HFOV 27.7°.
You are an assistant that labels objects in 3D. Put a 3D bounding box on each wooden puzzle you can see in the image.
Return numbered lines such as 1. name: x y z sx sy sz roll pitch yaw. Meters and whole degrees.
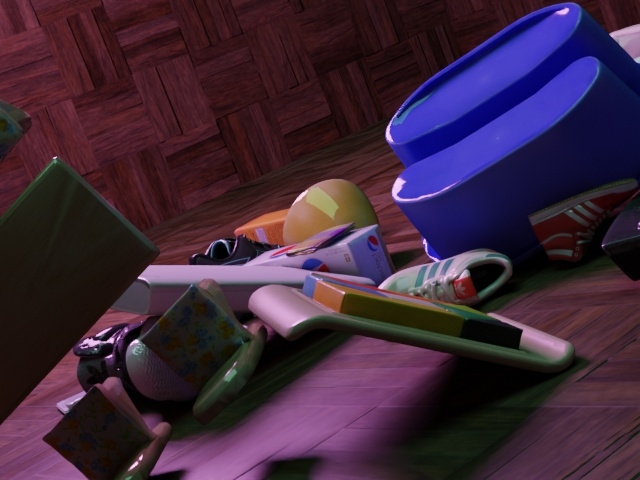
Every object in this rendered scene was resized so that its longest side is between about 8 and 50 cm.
1. wooden puzzle: 0.071 0.065 1.114 0.238 0.044 0.221 7 3 -13

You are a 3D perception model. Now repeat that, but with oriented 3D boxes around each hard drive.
1. hard drive: -0.117 0.055 1.494 0.307 0.040 0.203 2 3 -39
2. hard drive: 0.378 -0.032 1.248 0.172 0.054 0.254 -17 9 29

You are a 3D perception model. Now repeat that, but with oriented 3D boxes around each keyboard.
1. keyboard: -0.214 0.161 1.654 0.256 0.014 0.072 -24 3 -18

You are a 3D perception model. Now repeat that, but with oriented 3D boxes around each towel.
1. towel: 0.000 0.000 1.620 0.060 0.009 0.083 -13 13 47

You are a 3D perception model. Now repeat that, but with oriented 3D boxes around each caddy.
1. caddy: 0.236 -0.102 1.473 0.341 0.179 0.241 -32 35 24

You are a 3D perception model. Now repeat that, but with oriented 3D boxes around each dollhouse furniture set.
1. dollhouse furniture set: -0.311 0.117 1.080 0.394 0.362 0.256 -46 5 11

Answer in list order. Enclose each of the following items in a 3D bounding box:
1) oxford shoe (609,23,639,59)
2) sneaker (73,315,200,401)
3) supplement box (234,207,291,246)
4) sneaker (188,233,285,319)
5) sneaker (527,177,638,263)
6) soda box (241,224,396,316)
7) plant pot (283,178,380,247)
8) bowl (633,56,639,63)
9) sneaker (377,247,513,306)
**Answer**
1. oxford shoe: 0.416 -0.217 1.992 0.449 0.169 0.130 -12 30 35
2. sneaker: -0.210 0.144 1.467 0.153 0.101 0.268 -21 3 9
3. supplement box: -0.032 -0.012 2.059 0.078 0.080 0.233 -29 10 -38
4. sneaker: -0.092 0.034 1.825 0.101 0.106 0.267 -18 7 33
5. sneaker: 0.281 -0.018 1.344 0.118 0.067 0.042 -23 -3 23
6. soda box: -0.008 0.041 1.674 0.216 0.074 0.069 -13 12 45
7. plant pot: 0.030 -0.003 1.744 0.134 0.134 0.095 -24 35 -17
8. bowl: 0.457 -0.168 1.632 0.297 0.134 0.298 -20 8 3
9. sneaker: 0.127 0.049 1.348 0.161 0.057 0.075 -20 3 -9
